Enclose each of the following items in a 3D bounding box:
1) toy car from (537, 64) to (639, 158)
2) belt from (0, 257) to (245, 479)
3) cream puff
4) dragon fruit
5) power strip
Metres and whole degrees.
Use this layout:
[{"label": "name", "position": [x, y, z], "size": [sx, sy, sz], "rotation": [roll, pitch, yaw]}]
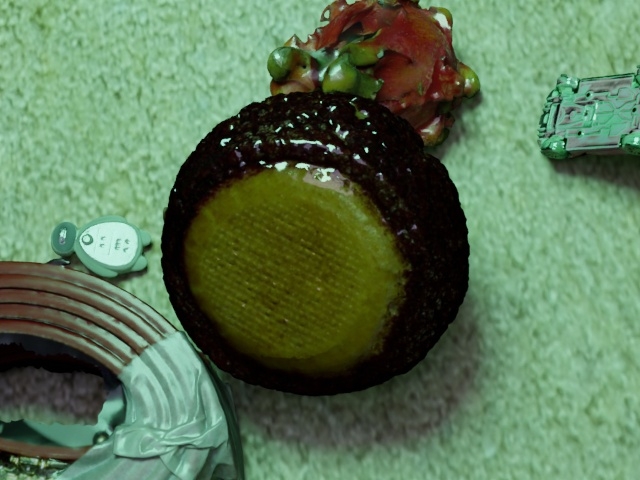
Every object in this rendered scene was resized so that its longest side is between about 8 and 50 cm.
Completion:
[{"label": "toy car", "position": [0.236, -0.098, 1.064], "size": [0.142, 0.055, 0.069], "rotation": [1, 72, 51]}, {"label": "belt", "position": [-0.214, 0.135, 1.031], "size": [0.324, 0.115, 0.227], "rotation": [6, 73, 7]}, {"label": "cream puff", "position": [0.000, 0.000, 1.006], "size": [0.239, 0.165, 0.239], "rotation": [5, 113, 13]}, {"label": "dragon fruit", "position": [0.034, -0.139, 1.087], "size": [0.133, 0.207, 0.150], "rotation": [48, 125, 30]}, {"label": "power strip", "position": [-0.187, 0.005, 1.120], "size": [0.083, 0.035, 0.055], "rotation": [9, 73, -5]}]
